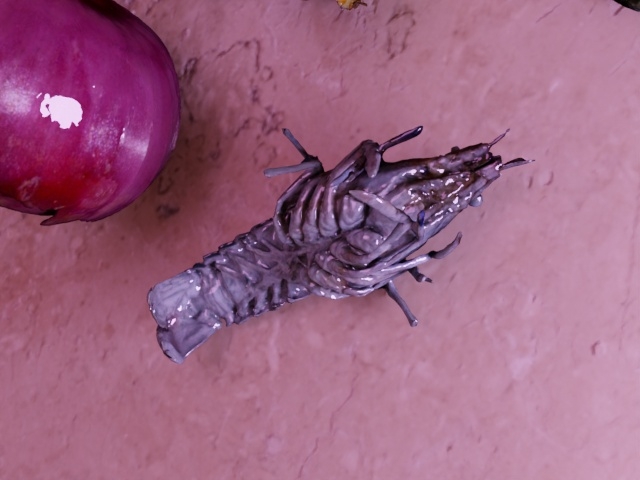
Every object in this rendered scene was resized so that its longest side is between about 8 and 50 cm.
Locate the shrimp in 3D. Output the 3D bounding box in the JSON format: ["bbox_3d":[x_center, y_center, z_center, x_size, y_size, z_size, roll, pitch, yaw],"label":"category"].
[{"bbox_3d":[0.004,-0.002,1.493,0.410,0.166,0.221,-25,95,40],"label":"shrimp"}]

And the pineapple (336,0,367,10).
[{"bbox_3d":[-0.009,-0.296,1.567,0.236,0.186,0.114,30,95,53],"label":"pineapple"}]

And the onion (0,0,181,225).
[{"bbox_3d":[-0.296,-0.181,1.614,0.345,0.358,0.358,-36,58,21],"label":"onion"}]

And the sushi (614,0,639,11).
[{"bbox_3d":[0.345,-0.312,1.349,0.350,0.171,0.211,10,82,36],"label":"sushi"}]
